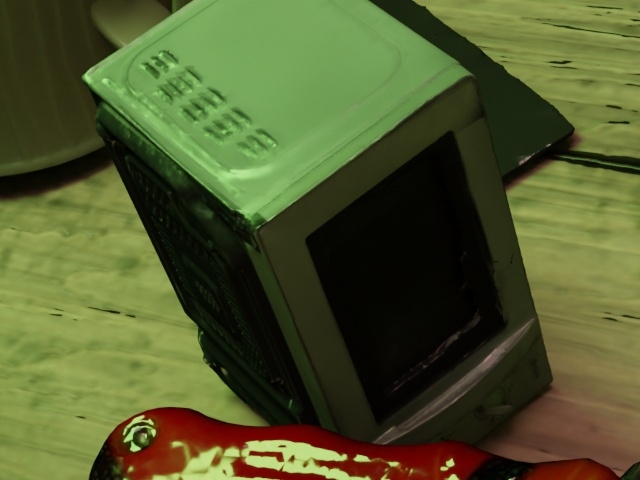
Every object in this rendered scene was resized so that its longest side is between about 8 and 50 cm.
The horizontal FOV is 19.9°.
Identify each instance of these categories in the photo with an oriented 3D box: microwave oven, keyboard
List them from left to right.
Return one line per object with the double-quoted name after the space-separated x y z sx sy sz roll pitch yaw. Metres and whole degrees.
0.000 0.000 0.824 0.122 0.208 0.162 -37 47 -16 "microwave oven"
0.057 -0.090 1.028 0.074 0.015 0.196 -36 47 -11 "keyboard"

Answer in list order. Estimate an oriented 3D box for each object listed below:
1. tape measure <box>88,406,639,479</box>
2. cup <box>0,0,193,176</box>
-0.008 0.185 0.719 0.253 0.114 0.260 5 50 24 "tape measure"
-0.191 -0.180 1.015 0.208 0.273 0.288 -25 43 -15 "cup"
